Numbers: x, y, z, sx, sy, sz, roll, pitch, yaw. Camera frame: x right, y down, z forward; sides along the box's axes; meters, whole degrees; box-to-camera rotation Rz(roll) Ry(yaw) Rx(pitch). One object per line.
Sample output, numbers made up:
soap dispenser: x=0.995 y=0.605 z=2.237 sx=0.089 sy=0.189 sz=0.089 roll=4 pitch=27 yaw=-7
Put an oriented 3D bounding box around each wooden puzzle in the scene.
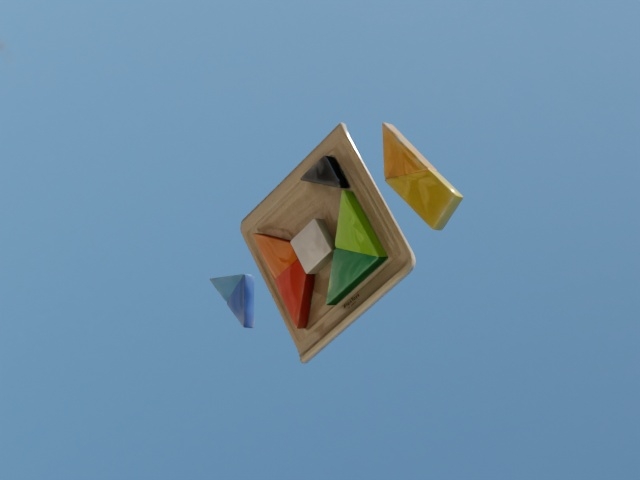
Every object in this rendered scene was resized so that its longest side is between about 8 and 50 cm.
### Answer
wooden puzzle: x=0.000 y=0.000 z=0.537 sx=0.116 sy=0.014 sz=0.079 roll=-50 pitch=-127 yaw=28
